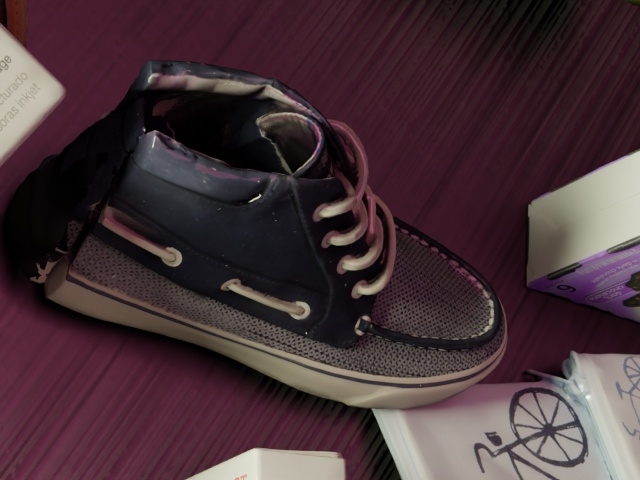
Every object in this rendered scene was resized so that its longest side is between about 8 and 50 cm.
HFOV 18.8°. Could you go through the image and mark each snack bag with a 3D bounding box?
[{"bbox_3d":[0.215,0.204,1.230,0.342,0.037,0.323,2,49,-29],"label":"snack bag"}]

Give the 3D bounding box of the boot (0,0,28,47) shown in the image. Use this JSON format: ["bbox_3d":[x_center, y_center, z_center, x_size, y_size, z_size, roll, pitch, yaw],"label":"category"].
[{"bbox_3d":[-0.298,-0.188,1.098,0.207,0.090,0.248,-24,88,-25],"label":"boot"}]

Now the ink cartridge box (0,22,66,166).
[{"bbox_3d":[-0.298,-0.094,0.961,0.273,0.114,0.197,45,55,-11],"label":"ink cartridge box"}]

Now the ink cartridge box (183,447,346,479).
[{"bbox_3d":[-0.035,0.201,1.095,0.063,0.109,0.150,10,68,-28],"label":"ink cartridge box"}]

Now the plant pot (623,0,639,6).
[{"bbox_3d":[0.117,-0.321,1.317,0.293,0.275,0.275,9,67,-14],"label":"plant pot"}]

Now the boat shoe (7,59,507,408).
[{"bbox_3d":[0.000,0.000,1.148,0.340,0.158,0.127,13,53,-29],"label":"boat shoe"}]

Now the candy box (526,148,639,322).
[{"bbox_3d":[0.270,0.005,1.335,0.196,0.165,0.070,18,65,-27],"label":"candy box"}]
